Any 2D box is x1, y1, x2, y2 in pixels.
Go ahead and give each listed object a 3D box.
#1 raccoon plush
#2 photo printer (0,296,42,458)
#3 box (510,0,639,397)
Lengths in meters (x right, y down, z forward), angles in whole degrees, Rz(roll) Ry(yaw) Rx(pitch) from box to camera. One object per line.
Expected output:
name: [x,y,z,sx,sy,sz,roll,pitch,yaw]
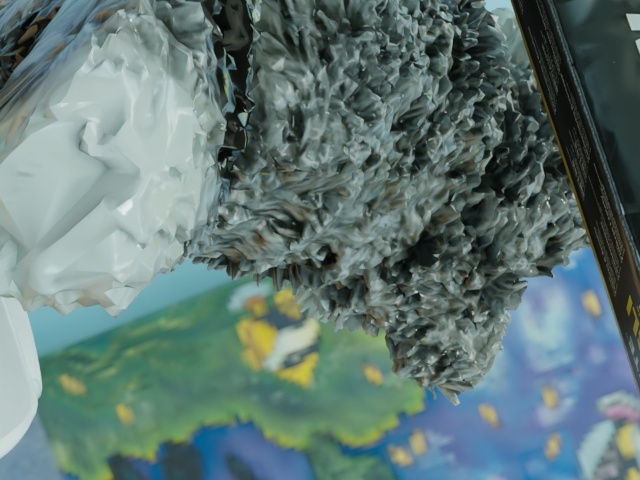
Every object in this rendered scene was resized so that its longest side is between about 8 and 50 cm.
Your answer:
raccoon plush: [0.000,0.000,0.752,0.299,0.216,0.446,44,30,-17]
photo printer: [-0.299,-0.004,0.896,0.107,0.308,0.256,-31,110,-55]
box: [0.201,-0.087,0.655,0.079,0.257,0.322,79,-4,-68]
